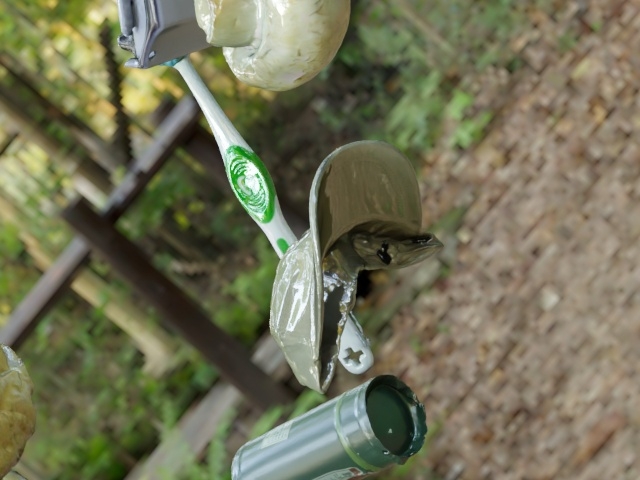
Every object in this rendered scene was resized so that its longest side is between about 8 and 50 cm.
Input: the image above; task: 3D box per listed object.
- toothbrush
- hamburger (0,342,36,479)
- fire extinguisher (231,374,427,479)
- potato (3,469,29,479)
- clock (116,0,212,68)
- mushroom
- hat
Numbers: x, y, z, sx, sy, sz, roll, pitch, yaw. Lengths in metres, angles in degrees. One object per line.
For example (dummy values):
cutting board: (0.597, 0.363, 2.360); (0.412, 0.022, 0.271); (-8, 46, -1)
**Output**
toothbrush: (-0.061, -0.048, 1.784); (0.042, 0.418, 0.040); (-28, 10, 21)
hamburger: (-0.327, 0.078, 1.279); (0.145, 0.283, 0.259); (-31, -12, 14)
fire extinguisher: (-0.018, 0.235, 1.922); (0.294, 0.093, 0.118); (-31, -10, 39)
potato: (-0.314, 0.342, 1.576); (0.116, 0.239, 0.299); (124, 140, -70)
clock: (-0.104, -0.282, 1.560); (0.186, 0.253, 0.083); (-26, 29, -37)
mushroom: (-0.039, -0.184, 1.383); (0.112, 0.148, 0.148); (-14, -7, -19)
hat: (0.000, 0.000, 1.378); (0.144, 0.173, 0.166); (7, 46, 42)
